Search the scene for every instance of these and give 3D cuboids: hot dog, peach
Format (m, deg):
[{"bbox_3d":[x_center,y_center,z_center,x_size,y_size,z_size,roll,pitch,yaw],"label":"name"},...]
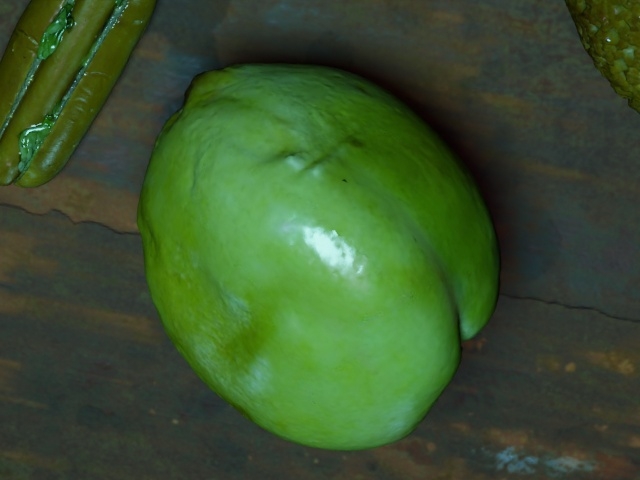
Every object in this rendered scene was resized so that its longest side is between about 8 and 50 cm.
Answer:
[{"bbox_3d":[-0.230,-0.152,1.330,0.100,0.068,0.249,29,110,-10],"label":"hot dog"},{"bbox_3d":[0.003,0.007,1.270,0.315,0.281,0.314,41,146,14],"label":"peach"}]

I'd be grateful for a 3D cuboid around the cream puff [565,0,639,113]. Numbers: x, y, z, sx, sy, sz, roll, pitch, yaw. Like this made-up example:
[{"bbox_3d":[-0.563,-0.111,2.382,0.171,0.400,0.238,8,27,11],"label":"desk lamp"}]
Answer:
[{"bbox_3d":[0.342,-0.217,1.203,0.303,0.212,0.303,-1,114,-2],"label":"cream puff"}]
